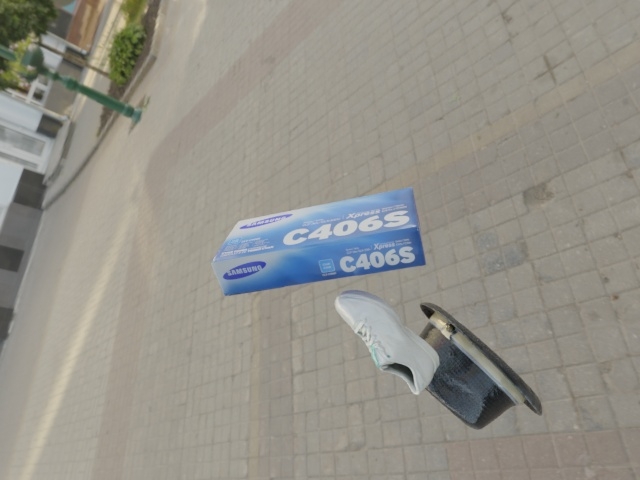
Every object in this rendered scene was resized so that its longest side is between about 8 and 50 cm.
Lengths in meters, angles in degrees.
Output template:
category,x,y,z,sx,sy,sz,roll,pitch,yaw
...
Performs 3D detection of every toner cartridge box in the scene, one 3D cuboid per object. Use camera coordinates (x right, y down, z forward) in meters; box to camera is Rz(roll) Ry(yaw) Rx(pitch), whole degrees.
category,x,y,z,sx,sy,sz,roll,pitch,yaw
toner cartridge box,0.000,0.000,0.763,0.348,0.075,0.165,-10,25,13

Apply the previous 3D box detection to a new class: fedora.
category,x,y,z,sx,sy,sz,roll,pitch,yaw
fedora,0.308,0.294,0.957,0.152,0.334,0.334,-45,40,0

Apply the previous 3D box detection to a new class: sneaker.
category,x,y,z,sx,sy,sz,roll,pitch,yaw
sneaker,0.103,0.171,0.731,0.094,0.212,0.080,-44,-12,-46
